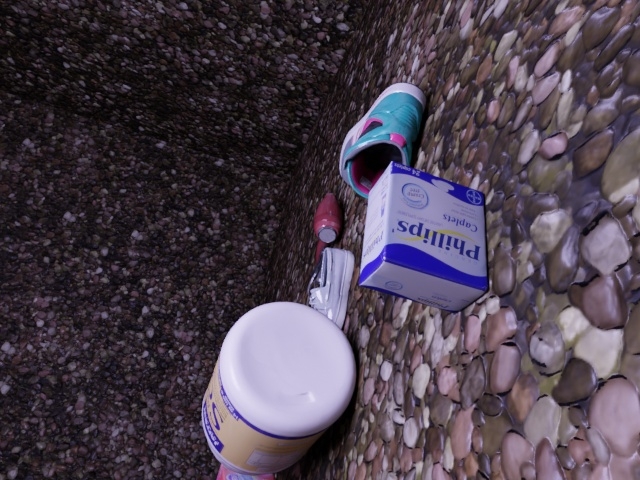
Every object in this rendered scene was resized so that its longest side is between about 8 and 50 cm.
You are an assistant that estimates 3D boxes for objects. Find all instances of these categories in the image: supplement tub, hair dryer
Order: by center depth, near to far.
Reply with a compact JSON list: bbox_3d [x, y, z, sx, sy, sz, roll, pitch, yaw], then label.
[{"bbox_3d":[-0.094,0.296,0.916,0.331,0.241,0.241,117,165,-45],"label":"supplement tub"},{"bbox_3d":[0.000,0.000,1.322,0.223,0.080,0.294,137,148,-72],"label":"hair dryer"}]

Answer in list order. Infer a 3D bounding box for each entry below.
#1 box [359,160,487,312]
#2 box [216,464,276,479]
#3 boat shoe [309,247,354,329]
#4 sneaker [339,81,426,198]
[{"bbox_3d":[0.119,-0.004,0.554,0.072,0.126,0.137,125,159,-56],"label":"box"},{"bbox_3d":[-0.178,0.637,1.112,0.300,0.142,0.154,145,140,-74],"label":"box"},{"bbox_3d":[0.014,0.122,1.048,0.079,0.081,0.228,129,155,-66],"label":"boat shoe"},{"bbox_3d":[0.098,-0.146,0.933,0.295,0.123,0.178,126,167,-59],"label":"sneaker"}]
